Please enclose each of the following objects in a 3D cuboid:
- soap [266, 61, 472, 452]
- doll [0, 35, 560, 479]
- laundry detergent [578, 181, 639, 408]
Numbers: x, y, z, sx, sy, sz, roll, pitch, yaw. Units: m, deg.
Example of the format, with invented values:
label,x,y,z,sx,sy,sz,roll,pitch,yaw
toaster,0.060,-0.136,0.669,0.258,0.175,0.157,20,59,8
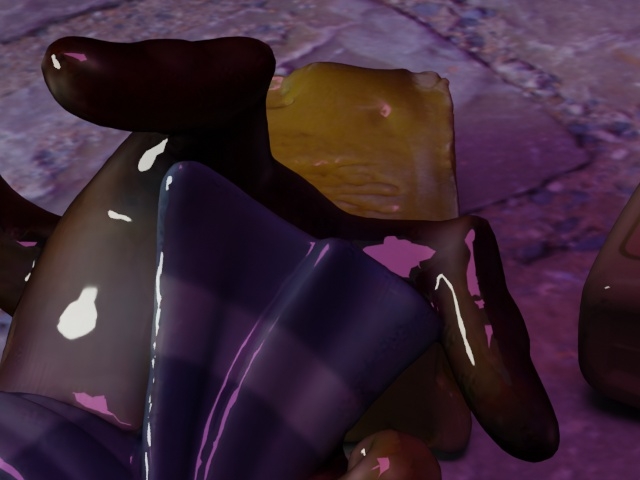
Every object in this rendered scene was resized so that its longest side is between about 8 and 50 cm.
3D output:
label,x,y,z,sx,sy,sz,roll,pitch,yaw
soap,0.000,0.002,0.931,0.135,0.076,0.233,-2,35,3
doll,-0.108,0.072,0.678,0.318,0.209,0.339,27,58,15
laundry detergent,0.230,0.002,0.918,0.171,0.076,0.237,14,35,22
